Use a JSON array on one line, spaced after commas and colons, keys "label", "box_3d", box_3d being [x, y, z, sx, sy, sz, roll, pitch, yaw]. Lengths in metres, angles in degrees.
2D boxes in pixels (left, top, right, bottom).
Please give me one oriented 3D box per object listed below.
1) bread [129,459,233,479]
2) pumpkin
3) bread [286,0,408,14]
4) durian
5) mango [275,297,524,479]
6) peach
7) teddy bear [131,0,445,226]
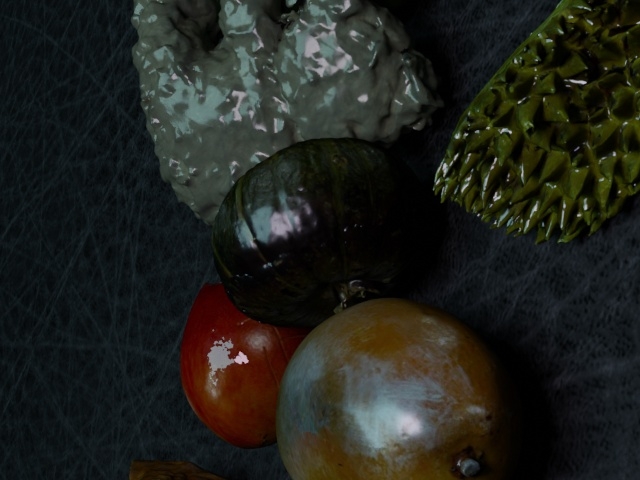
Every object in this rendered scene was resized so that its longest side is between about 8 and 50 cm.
[{"label": "bread", "box_3d": [-0.156, 0.387, 1.590, 0.340, 0.179, 0.194, -118, 37, -80]}, {"label": "pumpkin", "box_3d": [0.001, 0.002, 1.385, 0.238, 0.238, 0.159, -54, 47, 39]}, {"label": "bread", "box_3d": [0.047, -0.436, 1.539, 0.382, 0.129, 0.366, 46, 124, 57]}, {"label": "durian", "box_3d": [0.242, -0.139, 1.166, 0.394, 0.163, 0.198, -57, -3, 29]}, {"label": "mango", "box_3d": [0.060, 0.162, 1.278, 0.384, 0.199, 0.221, -160, 73, -73]}, {"label": "peach", "box_3d": [-0.073, 0.129, 1.526, 0.197, 0.197, 0.197, -26, 59, 56]}, {"label": "teddy bear", "box_3d": [-0.024, -0.155, 1.496, 0.367, 0.224, 0.357, -11, 113, 27]}]
